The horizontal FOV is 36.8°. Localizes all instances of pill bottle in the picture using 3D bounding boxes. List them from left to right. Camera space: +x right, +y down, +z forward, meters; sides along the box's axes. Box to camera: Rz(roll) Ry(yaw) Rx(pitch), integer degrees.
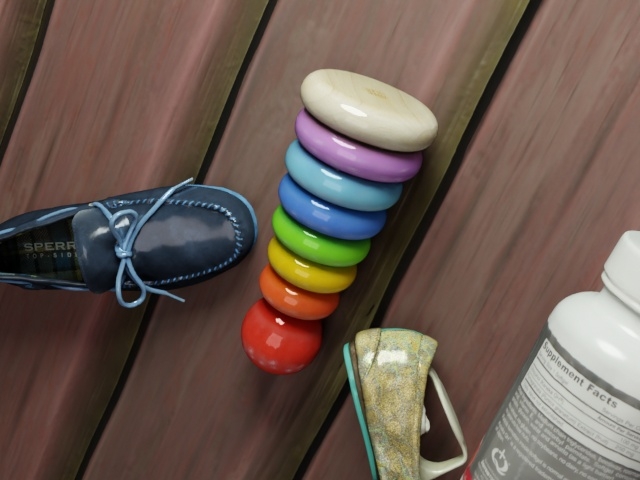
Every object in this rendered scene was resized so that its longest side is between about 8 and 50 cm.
[{"bbox_3d":[0.269,0.159,0.905,0.176,0.176,0.319,28,109,11],"label":"pill bottle"}]

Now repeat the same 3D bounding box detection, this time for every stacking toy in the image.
[{"bbox_3d":[0.000,0.000,0.993,0.141,0.141,0.330,26,113,12],"label":"stacking toy"}]

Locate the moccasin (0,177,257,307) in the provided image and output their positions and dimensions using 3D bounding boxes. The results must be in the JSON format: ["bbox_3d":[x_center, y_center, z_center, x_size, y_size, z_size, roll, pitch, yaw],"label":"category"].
[{"bbox_3d":[-0.238,0.019,1.080,0.342,0.117,0.138,-11,98,21],"label":"moccasin"}]

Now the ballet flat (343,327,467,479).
[{"bbox_3d":[0.104,0.260,1.025,0.123,0.123,0.349,-5,100,20],"label":"ballet flat"}]
